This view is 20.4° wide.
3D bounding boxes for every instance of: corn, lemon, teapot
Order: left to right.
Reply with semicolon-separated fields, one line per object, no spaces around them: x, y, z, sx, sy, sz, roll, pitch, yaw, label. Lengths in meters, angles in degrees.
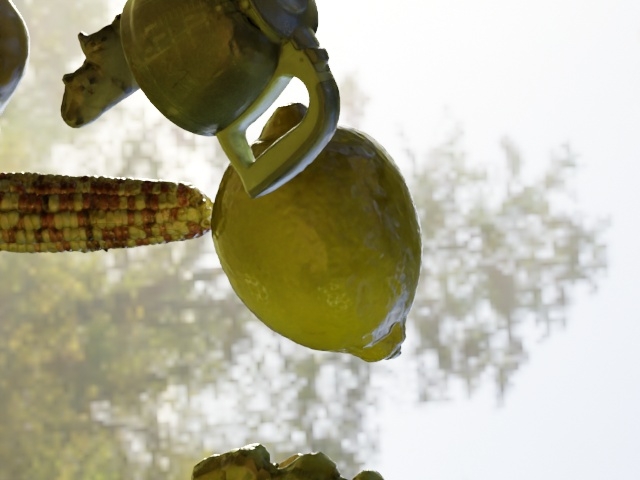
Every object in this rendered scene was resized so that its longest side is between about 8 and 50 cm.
-0.215;-0.027;1.646;0.079;0.237;0.079;-2;90;-87;corn
-0.054;-0.118;1.112;0.108;0.111;0.149;-30;-126;36;teapot
0.000;0.000;1.577;0.248;0.184;0.184;68;-13;-6;lemon

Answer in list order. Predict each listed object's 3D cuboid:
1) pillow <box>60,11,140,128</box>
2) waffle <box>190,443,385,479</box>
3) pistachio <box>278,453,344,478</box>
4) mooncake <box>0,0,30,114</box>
-0.206;-0.220;1.987;0.051;0.241;0.093;17;-42;50;pillow
-0.018;0.301;1.318;0.297;0.073;0.317;-17;-83;37;waffle
0.021;0.320;1.851;0.223;0.126;0.152;43;-42;17;pistachio
-0.608;-0.216;2.224;0.262;0.467;0.467;-42;-130;55;mooncake
